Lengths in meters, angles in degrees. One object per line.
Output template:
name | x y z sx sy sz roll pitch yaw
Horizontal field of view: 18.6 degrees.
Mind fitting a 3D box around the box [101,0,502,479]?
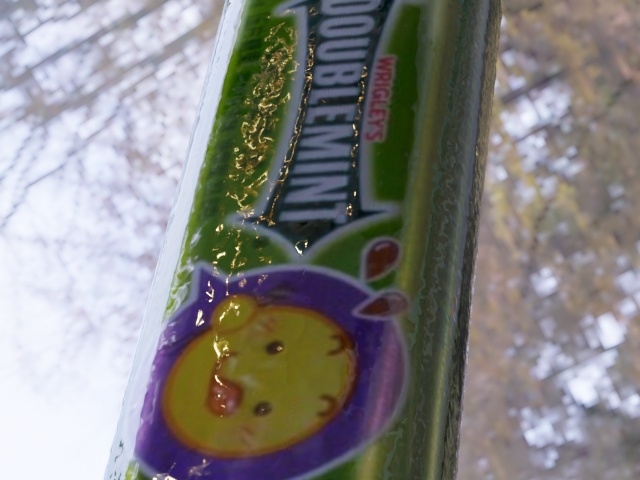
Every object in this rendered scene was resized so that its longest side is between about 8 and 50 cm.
box | 0.000 0.000 0.816 0.345 0.134 0.097 -79 -23 -44
